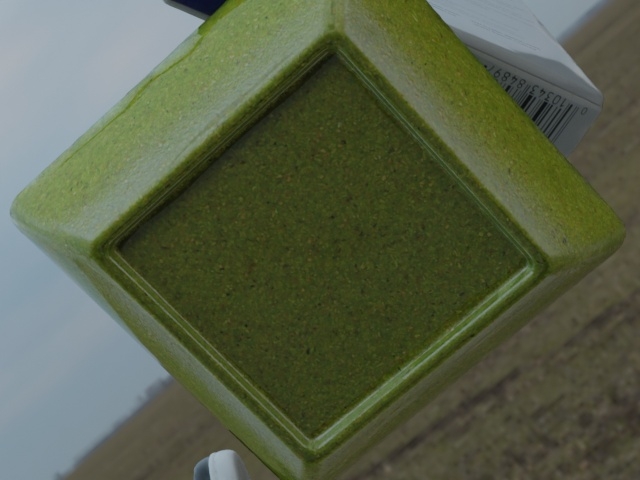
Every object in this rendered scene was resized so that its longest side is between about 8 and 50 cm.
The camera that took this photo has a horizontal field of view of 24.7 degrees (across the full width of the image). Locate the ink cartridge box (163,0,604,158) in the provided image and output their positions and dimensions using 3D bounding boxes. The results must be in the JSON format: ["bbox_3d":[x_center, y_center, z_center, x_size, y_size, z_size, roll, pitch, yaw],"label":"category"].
[{"bbox_3d":[0.005,-0.142,0.714,0.045,0.223,0.224,-57,31,25],"label":"ink cartridge box"}]

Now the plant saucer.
[{"bbox_3d":[0.000,0.000,0.588,0.188,0.188,0.045,-41,16,13],"label":"plant saucer"}]

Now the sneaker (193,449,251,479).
[{"bbox_3d":[-0.085,0.245,0.895,0.121,0.217,0.079,-11,-2,5],"label":"sneaker"}]
